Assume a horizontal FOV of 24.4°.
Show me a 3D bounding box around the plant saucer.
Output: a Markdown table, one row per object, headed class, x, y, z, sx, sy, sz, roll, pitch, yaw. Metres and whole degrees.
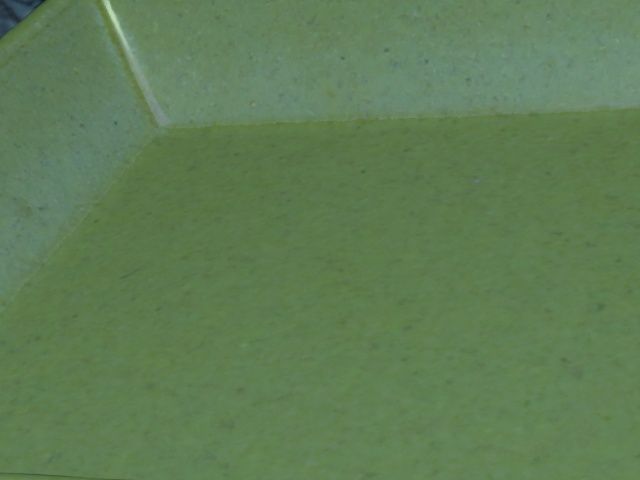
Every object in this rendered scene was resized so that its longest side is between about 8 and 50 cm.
| class | x | y | z | sx | sy | sz | roll | pitch | yaw |
| --- | --- | --- | --- | --- | --- | --- | --- | --- | --- |
| plant saucer | 0.000 | 0.000 | 0.472 | 0.333 | 0.081 | 0.333 | -1 | 32 | 24 |
